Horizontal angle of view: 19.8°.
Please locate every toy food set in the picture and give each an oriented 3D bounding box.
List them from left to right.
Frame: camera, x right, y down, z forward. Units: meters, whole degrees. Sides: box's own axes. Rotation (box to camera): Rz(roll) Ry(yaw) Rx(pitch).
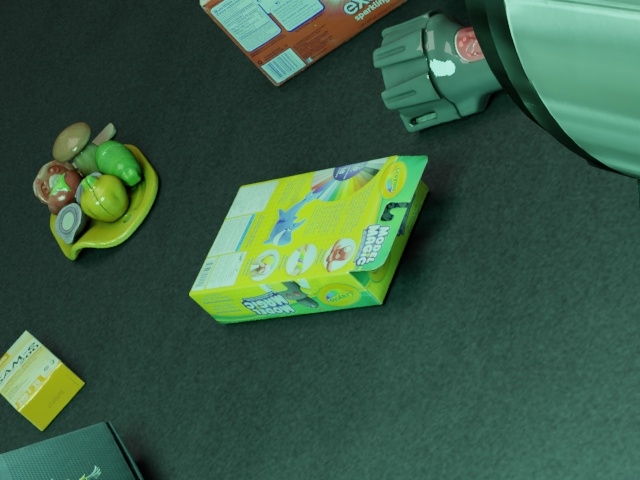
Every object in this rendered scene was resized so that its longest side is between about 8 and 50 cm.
[{"bbox_3d":[-0.250,-0.065,1.907,0.128,0.071,0.218,-44,32,1],"label":"toy food set"}]

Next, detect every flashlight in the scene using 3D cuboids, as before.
[{"bbox_3d":[0.182,-0.186,1.534,0.304,0.103,0.103,-14,44,38],"label":"flashlight"}]

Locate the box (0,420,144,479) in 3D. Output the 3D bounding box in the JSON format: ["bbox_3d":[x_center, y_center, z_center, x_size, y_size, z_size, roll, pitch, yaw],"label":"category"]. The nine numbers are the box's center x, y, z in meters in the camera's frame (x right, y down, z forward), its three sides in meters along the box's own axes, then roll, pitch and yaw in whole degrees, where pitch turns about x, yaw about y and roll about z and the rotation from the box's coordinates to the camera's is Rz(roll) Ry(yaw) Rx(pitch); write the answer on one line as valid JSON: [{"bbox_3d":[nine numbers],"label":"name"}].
[{"bbox_3d":[-0.250,0.243,1.474,0.233,0.059,0.183,-16,28,-15],"label":"box"}]

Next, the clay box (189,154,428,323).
[{"bbox_3d":[0.000,0.000,1.573,0.222,0.053,0.127,-8,47,42],"label":"clay box"}]

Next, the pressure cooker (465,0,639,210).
[{"bbox_3d":[0.296,-0.206,1.178,0.420,0.375,0.370,18,70,54],"label":"pressure cooker"}]

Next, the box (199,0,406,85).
[{"bbox_3d":[0.015,-0.289,1.812,0.257,0.128,0.122,-33,34,20],"label":"box"}]

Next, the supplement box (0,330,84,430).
[{"bbox_3d":[-0.273,0.132,1.742,0.062,0.036,0.098,-49,32,-8],"label":"supplement box"}]
